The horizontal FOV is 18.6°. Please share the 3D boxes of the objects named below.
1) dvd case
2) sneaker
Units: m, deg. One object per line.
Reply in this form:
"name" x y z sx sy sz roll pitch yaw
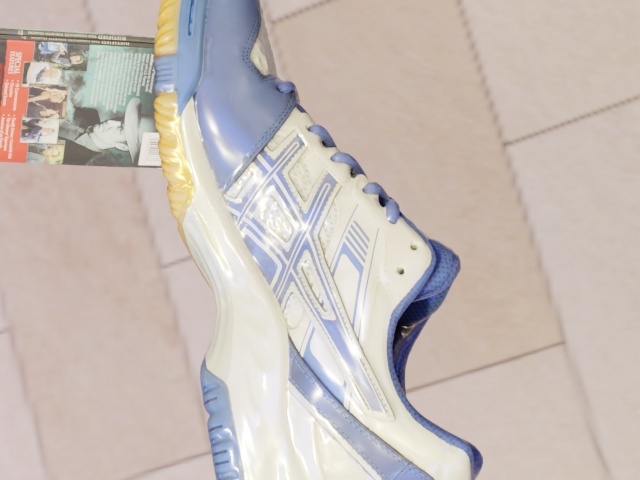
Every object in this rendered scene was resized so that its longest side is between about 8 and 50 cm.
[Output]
"dvd case" -0.134 -0.075 1.048 0.119 0.013 0.087 2 134 -12
"sneaker" 0.000 0.000 0.952 0.131 0.112 0.296 -13 81 7
